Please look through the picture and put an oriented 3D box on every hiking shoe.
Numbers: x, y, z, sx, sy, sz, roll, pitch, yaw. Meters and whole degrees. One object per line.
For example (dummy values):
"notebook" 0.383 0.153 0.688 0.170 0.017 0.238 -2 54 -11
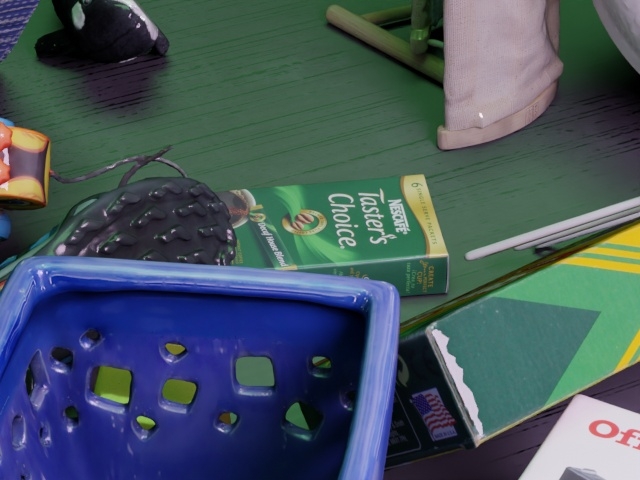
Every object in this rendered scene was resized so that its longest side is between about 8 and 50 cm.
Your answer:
"hiking shoe" -0.196 0.039 1.269 0.304 0.113 0.132 -32 20 -34

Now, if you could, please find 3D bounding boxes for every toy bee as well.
"toy bee" -0.264 -0.064 1.360 0.298 0.162 0.195 -19 82 -2

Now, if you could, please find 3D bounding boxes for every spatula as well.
"spatula" 0.229 -0.027 1.301 0.242 0.019 0.168 -18 -4 33

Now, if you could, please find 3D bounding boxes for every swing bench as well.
"swing bench" 0.122 -0.258 1.567 0.165 0.253 0.254 -16 39 -19

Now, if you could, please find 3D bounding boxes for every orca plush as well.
"orca plush" -0.233 -0.218 1.648 0.102 0.151 0.287 -39 46 1

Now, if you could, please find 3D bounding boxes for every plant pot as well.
"plant pot" -0.081 0.162 1.032 0.236 0.212 0.236 4 37 6
"plant pot" -0.110 0.125 1.200 0.081 0.081 0.083 8 46 11

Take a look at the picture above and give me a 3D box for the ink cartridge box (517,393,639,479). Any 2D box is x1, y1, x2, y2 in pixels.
"ink cartridge box" 0.178 0.230 1.020 0.197 0.114 0.273 17 39 24

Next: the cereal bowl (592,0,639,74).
"cereal bowl" 0.330 -0.210 1.520 0.339 0.141 0.339 30 38 -27

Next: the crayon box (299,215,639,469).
"crayon box" 0.161 0.050 1.204 0.319 0.081 0.202 -23 -2 -29

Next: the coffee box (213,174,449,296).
"coffee box" 0.000 0.000 1.395 0.184 0.040 0.113 -4 36 -5

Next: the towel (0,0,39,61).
"towel" -0.352 -0.157 1.447 0.243 0.040 0.336 -16 -2 -20
